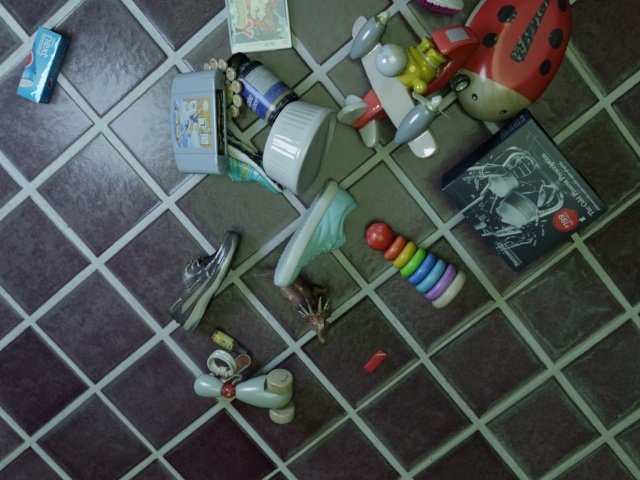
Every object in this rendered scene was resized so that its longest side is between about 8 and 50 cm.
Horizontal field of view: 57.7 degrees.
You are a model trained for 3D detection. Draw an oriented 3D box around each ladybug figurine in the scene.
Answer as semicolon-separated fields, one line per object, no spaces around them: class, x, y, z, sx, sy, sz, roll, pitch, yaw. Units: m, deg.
ladybug figurine;0.558;-0.559;1.657;0.304;0.162;0.450;22;100;-3

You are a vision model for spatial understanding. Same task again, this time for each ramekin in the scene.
ramekin;-0.063;-0.274;1.672;0.127;0.273;0.273;24;100;9

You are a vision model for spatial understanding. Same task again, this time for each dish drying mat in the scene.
dish drying mat;0.182;0.398;1.916;0.032;0.008;0.083;39;98;-7

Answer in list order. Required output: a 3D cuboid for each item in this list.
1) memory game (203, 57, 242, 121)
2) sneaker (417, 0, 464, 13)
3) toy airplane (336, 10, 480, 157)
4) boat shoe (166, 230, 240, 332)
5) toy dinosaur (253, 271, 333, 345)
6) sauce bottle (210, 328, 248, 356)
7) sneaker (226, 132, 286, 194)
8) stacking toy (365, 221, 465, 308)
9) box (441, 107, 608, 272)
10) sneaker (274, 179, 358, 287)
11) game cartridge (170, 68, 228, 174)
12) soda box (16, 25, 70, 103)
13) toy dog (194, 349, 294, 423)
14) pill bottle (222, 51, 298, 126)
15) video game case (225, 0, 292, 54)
memory game;-0.291;-0.440;1.698;0.012;0.186;0.186;-27;103;-40
sneaker;0.305;-0.737;1.656;0.252;0.103;0.111;27;101;-5
toy airplane;0.202;-0.441;1.603;0.385;0.272;0.385;18;86;28
boat shoe;-0.371;0.117;1.806;0.130;0.132;0.356;29;98;-5
toy dinosaur;-0.066;0.169;1.778;0.295;0.200;0.127;37;99;-6
sauce bottle;-0.296;0.335;1.891;0.128;0.042;0.042;31;99;-6
sneaker;-0.225;-0.223;1.772;0.275;0.107;0.110;34;117;0
stacking toy;0.283;0.059;1.803;0.330;0.141;0.141;38;99;0
box;0.582;-0.142;1.688;0.312;0.179;0.343;-41;98;25
sneaker;0.000;0.000;1.735;0.150;0.135;0.366;33;77;-9
game cartridge;-0.360;-0.344;1.709;0.197;0.062;0.298;5;101;31
soda box;-0.821;-0.517;1.723;0.071;0.067;0.210;24;99;-4
toy dog;-0.218;0.455;1.871;0.333;0.161;0.220;26;114;0
pill bottle;-0.179;-0.444;1.695;0.219;0.123;0.123;42;98;6
video game case;-0.184;-0.663;1.713;0.183;0.023;0.202;-6;100;1
